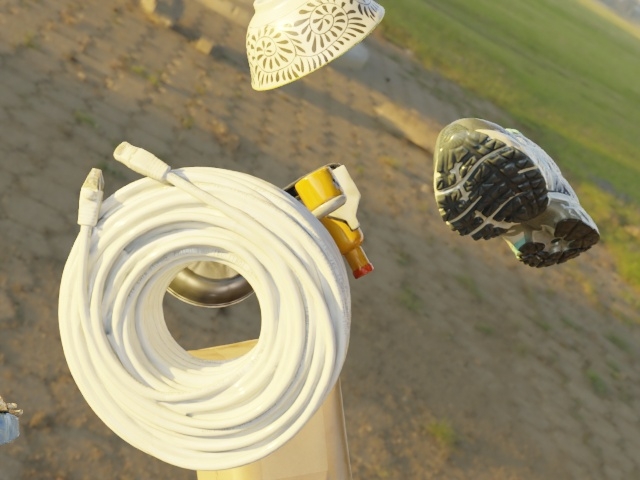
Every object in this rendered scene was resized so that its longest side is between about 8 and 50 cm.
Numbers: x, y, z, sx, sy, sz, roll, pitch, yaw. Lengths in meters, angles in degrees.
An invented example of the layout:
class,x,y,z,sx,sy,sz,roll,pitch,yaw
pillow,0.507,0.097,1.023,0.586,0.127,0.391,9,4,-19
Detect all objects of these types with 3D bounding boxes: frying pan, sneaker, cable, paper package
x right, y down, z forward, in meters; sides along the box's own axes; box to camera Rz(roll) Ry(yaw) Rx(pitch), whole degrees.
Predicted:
class,x,y,z,sx,sy,sz,roll,pitch,yaw
frying pan,-0.095,-0.011,1.591,0.326,0.197,0.053,-7,-10,-20
sneaker,0.186,-0.065,1.146,0.283,0.110,0.122,33,32,-51
cable,-0.101,0.065,0.953,0.257,0.257,0.089,19,10,5
paper package,-0.078,0.322,1.576,0.168,0.325,0.309,-9,6,-18

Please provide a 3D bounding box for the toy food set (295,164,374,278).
class,x,y,z,sx,sy,sz,roll,pitch,yaw
toy food set,0.000,0.000,1.130,0.104,0.111,0.232,60,-3,3

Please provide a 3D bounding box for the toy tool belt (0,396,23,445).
class,x,y,z,sx,sy,sz,roll,pitch,yaw
toy tool belt,-0.286,0.162,0.958,0.083,0.051,0.052,11,64,-60

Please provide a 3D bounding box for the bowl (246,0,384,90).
class,x,y,z,sx,sy,sz,roll,pitch,yaw
bowl,-0.022,-0.244,1.201,0.080,0.170,0.170,59,8,-21
